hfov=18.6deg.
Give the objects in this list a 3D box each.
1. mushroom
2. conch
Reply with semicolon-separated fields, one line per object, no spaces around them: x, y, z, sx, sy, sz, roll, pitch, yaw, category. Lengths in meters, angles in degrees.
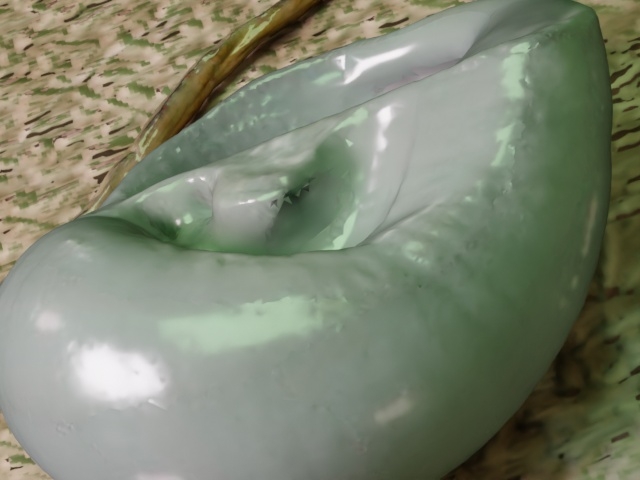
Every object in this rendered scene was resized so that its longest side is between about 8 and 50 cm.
-0.073;-0.032;0.748;0.286;0.028;0.026;-41;6;-18;mushroom
0.000;0.004;0.615;0.221;0.121;0.185;-32;46;-12;conch
